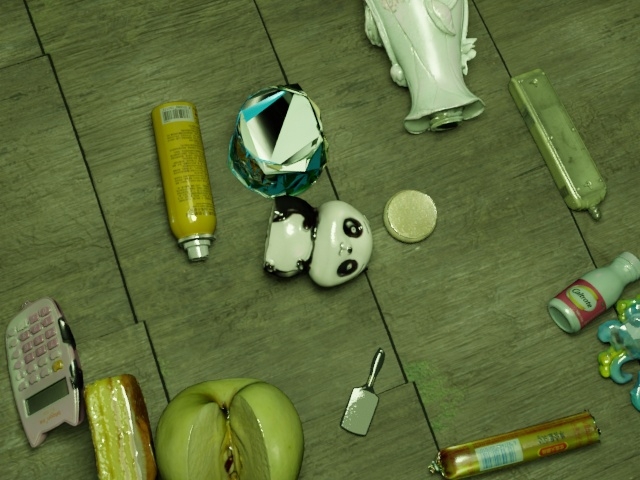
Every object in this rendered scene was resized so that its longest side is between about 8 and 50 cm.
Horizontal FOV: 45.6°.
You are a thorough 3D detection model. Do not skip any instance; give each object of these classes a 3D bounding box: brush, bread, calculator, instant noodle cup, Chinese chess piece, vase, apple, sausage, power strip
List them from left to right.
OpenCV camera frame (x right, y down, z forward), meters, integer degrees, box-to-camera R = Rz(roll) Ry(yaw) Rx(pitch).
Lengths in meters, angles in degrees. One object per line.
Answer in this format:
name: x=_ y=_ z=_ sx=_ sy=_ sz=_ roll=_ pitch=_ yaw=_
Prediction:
calculator: x=-0.565 y=0.258 z=1.562 sx=0.194 sy=0.043 sz=0.294 roll=-30 pitch=70 yaw=27
bread: x=-0.389 y=0.388 z=1.516 sx=0.111 sy=0.184 sz=0.234 roll=-14 pitch=80 yaw=-7
apple: x=-0.173 y=0.404 z=1.479 sx=0.292 sy=0.292 sz=0.254 roll=-8 pitch=104 yaw=-5
instant noodle cup: x=-0.090 y=-0.223 z=1.670 sx=0.240 sy=0.178 sz=0.240 roll=1 pitch=79 yaw=-3
brush: x=0.102 y=0.324 z=1.647 sx=0.063 sy=0.016 sz=0.193 roll=22 pitch=78 yaw=1
Chinese chess piece: x=0.202 y=-0.055 z=1.718 sx=0.122 sy=0.051 sz=0.122 roll=1 pitch=78 yaw=-6
vase: x=0.231 y=-0.468 z=1.724 sx=0.250 sy=0.250 sz=0.445 roll=-13 pitch=84 yaw=-6
sausage: x=0.407 y=0.439 z=1.612 sx=0.372 sy=0.082 sz=0.082 roll=-13 pitch=79 yaw=-6
power strip: x=0.557 y=-0.221 z=1.773 sx=0.092 sy=0.066 sz=0.387 roll=-21 pitch=78 yaw=-9

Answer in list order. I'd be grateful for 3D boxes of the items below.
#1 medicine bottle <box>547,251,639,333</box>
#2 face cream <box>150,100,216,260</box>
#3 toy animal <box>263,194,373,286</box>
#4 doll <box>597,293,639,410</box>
medicine bottle: x=0.612 y=0.111 z=1.687 sx=0.217 sy=0.090 sz=0.090 roll=-35 pitch=82 yaw=-10
face cream: x=-0.294 y=-0.126 z=1.674 sx=0.105 sy=0.105 sz=0.348 roll=-11 pitch=79 yaw=-6
toy animal: x=-0.003 y=0.001 z=1.633 sx=0.235 sy=0.165 sz=0.187 roll=10 pitch=99 yaw=-1
doll: x=0.782 y=0.219 z=1.676 sx=0.341 sy=0.099 sz=0.346 roll=9 pitch=94 yaw=5
